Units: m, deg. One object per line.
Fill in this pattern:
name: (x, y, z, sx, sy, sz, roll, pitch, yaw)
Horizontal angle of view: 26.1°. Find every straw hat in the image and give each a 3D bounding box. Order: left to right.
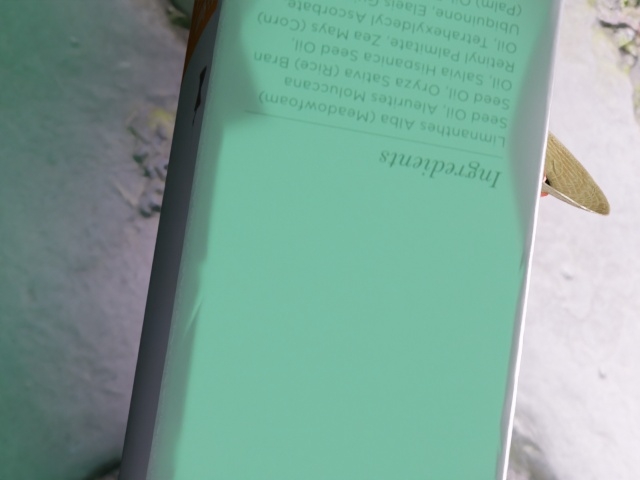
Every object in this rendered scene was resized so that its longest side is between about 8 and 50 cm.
straw hat: (0.113, -0.045, 0.887, 0.144, 0.144, 0.061, 37, 109, -14)

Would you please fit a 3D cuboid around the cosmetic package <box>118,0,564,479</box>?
cosmetic package: (0.000, 0.000, 0.709, 0.162, 0.230, 0.453, 9, 81, -10)
